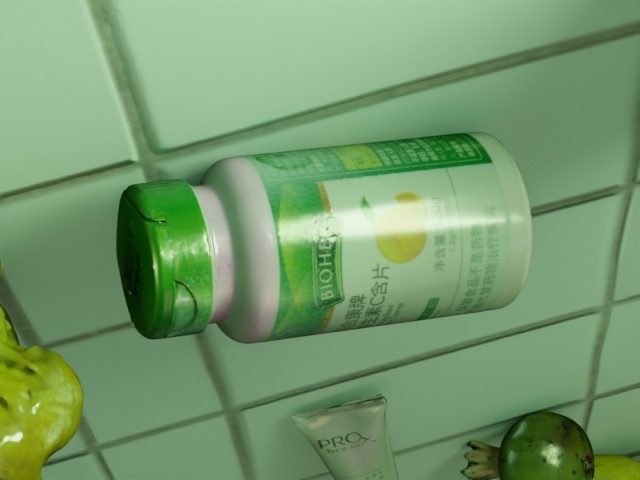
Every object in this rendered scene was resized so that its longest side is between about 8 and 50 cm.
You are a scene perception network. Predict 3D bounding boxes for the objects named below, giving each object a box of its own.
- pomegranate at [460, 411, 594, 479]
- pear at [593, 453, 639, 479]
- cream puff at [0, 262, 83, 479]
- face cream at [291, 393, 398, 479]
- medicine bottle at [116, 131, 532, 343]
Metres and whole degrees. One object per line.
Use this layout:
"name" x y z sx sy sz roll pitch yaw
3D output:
"pomegranate" 0.221 0.237 1.903 0.142 0.114 0.114 -2 162 27
"pear" 0.333 0.323 2.084 0.149 0.149 0.162 -21 150 9
"cream puff" -0.340 0.147 1.190 0.323 0.270 0.274 -1 155 -27
"face cream" 0.040 0.216 1.802 0.092 0.058 0.243 -14 149 5
"medicine bottle" 0.000 0.000 1.251 0.274 0.133 0.133 -7 153 -19
